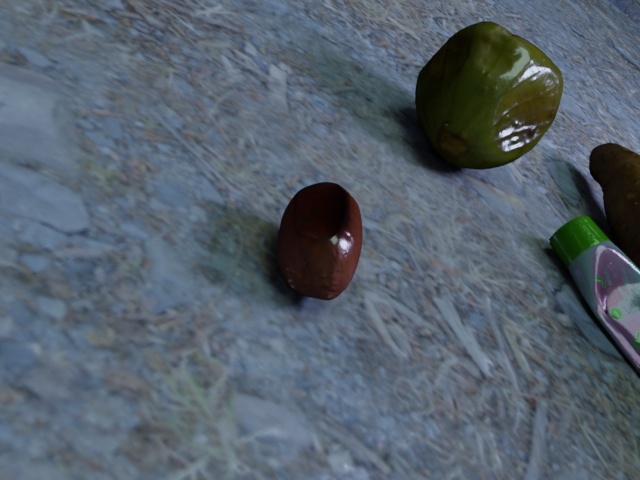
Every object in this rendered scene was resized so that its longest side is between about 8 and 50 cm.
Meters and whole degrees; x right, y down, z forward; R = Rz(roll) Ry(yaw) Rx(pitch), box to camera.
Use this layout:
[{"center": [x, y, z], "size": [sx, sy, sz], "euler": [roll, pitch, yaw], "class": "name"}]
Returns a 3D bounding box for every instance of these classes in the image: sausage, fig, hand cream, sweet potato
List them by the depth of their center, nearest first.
[{"center": [0.000, 0.000, 0.592], "size": [0.059, 0.054, 0.094], "euler": [-1, 35, 5], "class": "sausage"}, {"center": [0.323, 0.091, 0.819], "size": [0.275, 0.079, 0.050], "euler": [58, 1, 28], "class": "hand cream"}, {"center": [0.171, -0.144, 0.892], "size": [0.154, 0.144, 0.166], "euler": [10, 50, 16], "class": "fig"}, {"center": [0.386, -0.014, 0.988], "size": [0.106, 0.095, 0.355], "euler": [1, 37, 8], "class": "sweet potato"}]
